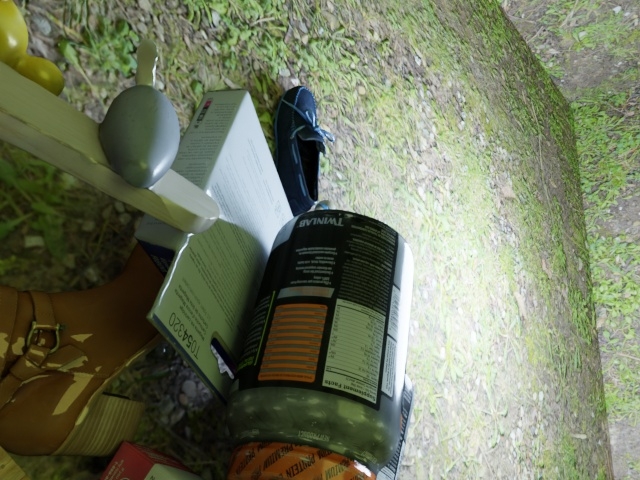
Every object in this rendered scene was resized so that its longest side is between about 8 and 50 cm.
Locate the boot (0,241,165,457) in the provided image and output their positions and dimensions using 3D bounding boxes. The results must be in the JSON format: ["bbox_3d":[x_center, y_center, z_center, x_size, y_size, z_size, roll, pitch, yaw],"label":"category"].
[{"bbox_3d":[-0.283,0.083,0.581,0.220,0.109,0.283,30,64,-35],"label":"boot"}]

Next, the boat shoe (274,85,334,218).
[{"bbox_3d":[-0.021,-0.163,0.949,0.109,0.089,0.258,15,68,-46],"label":"boat shoe"}]

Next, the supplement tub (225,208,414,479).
[{"bbox_3d":[0.005,0.135,0.625,0.193,0.194,0.316,41,45,-33],"label":"supplement tub"}]

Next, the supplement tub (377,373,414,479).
[{"bbox_3d":[0.000,0.328,0.728,0.207,0.207,0.338,45,49,-30],"label":"supplement tub"}]

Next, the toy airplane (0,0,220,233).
[{"bbox_3d":[-0.281,-0.151,0.377,0.272,0.384,0.386,-58,163,-4],"label":"toy airplane"}]

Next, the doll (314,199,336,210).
[{"bbox_3d":[0.000,0.000,0.919,0.129,0.046,0.189,89,5,-47],"label":"doll"}]

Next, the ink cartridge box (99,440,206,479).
[{"bbox_3d":[-0.138,0.333,0.506,0.172,0.237,0.100,-60,145,-19],"label":"ink cartridge box"}]

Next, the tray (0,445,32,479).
[{"bbox_3d":[-0.391,0.286,0.300,0.076,0.203,0.411,59,43,-16],"label":"tray"}]

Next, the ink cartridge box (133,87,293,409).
[{"bbox_3d":[-0.114,0.039,0.675,0.324,0.071,0.330,73,24,-48],"label":"ink cartridge box"}]
